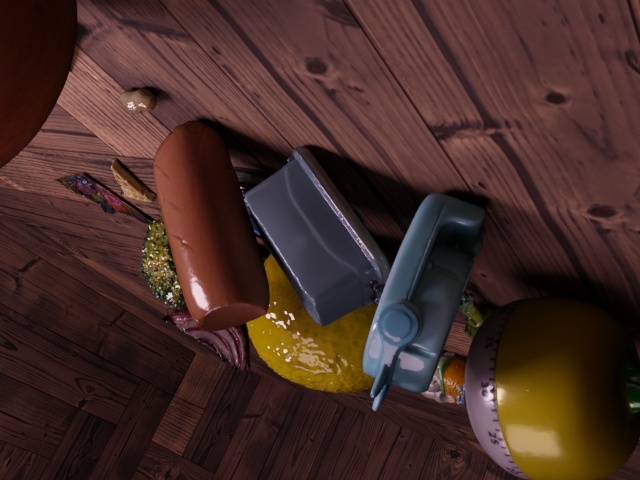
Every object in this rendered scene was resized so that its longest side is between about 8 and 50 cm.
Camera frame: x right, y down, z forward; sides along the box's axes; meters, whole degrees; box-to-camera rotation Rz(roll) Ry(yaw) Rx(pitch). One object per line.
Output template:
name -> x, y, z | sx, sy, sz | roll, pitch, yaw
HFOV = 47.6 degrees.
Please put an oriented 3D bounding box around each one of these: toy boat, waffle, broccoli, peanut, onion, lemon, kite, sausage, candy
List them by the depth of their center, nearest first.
sausage -> -0.159, -0.025, 1.026 | 0.121, 0.304, 0.121 | -16, 159, -6
peanut -> -0.261, -0.202, 1.043 | 0.037, 0.037, 0.083 | 38, 162, -34
toy boat -> -0.116, -0.078, 1.150 | 0.137, 0.060, 0.061 | 9, 135, 33
candy -> 0.237, 0.099, 1.182 | 0.077, 0.073, 0.262 | 21, 158, 51
lemon -> 0.028, 0.120, 1.184 | 0.321, 0.268, 0.268 | 16, 160, 37
waffle -> -0.407, -0.125, 1.471 | 0.097, 0.023, 0.153 | 14, 160, 30
broccoli -> -0.303, 0.036, 1.644 | 0.220, 0.194, 0.194 | 52, 158, -5
kite -> -0.508, -0.105, 1.685 | 0.321, 0.016, 0.234 | 22, 160, 9
onion -> -0.331, 0.252, 2.271 | 0.314, 0.146, 0.280 | 33, -175, -20

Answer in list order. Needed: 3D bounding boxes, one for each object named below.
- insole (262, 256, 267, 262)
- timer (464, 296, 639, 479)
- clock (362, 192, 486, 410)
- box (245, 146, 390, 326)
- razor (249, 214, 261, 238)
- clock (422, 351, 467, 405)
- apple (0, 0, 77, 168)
insole -> -0.098, 0.051, 1.462 | 0.109, 0.007, 0.322 | 41, 169, -30
timer -> 0.364, 0.203, 0.993 | 0.285, 0.285, 0.285 | 23, 162, 8
clock -> 0.131, 0.092, 0.946 | 0.094, 0.274, 0.223 | 18, 163, 13
box -> 0.000, 0.000, 0.995 | 0.227, 0.130, 0.162 | 55, 171, 20
razor -> -0.018, 0.042, 1.383 | 0.056, 0.093, 0.324 | -38, 120, 23
clock -> 0.274, 0.309, 1.639 | 0.144, 0.103, 0.231 | 20, 159, 23
apple -> -0.416, -0.230, 0.715 | 0.364, 0.364, 0.364 | 23, 162, 8
